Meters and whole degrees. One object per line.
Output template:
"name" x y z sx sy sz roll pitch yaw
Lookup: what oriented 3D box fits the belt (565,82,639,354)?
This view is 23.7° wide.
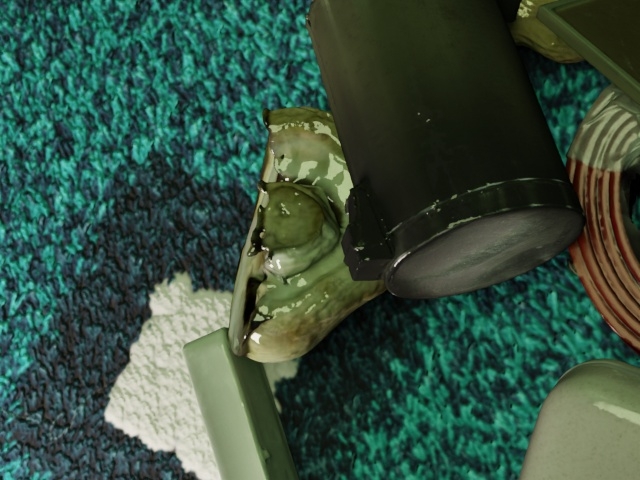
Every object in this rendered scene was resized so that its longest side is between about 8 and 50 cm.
"belt" 0.357 -0.013 1.513 0.227 0.115 0.323 -26 73 10

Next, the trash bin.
"trash bin" 0.112 -0.118 1.490 0.252 0.203 0.301 -12 69 -11

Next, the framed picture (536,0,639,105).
"framed picture" 0.367 -0.175 1.497 0.192 0.018 0.265 -20 51 -30

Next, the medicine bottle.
"medicine bottle" 0.368 0.276 1.427 0.375 0.123 0.282 19 111 20

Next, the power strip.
"power strip" -0.055 0.281 1.616 0.062 0.091 0.385 -23 74 17

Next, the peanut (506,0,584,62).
"peanut" 0.243 -0.234 1.611 0.187 0.082 0.082 18 87 21

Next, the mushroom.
"mushroom" -0.001 0.007 1.602 0.164 0.189 0.267 8 55 -6
